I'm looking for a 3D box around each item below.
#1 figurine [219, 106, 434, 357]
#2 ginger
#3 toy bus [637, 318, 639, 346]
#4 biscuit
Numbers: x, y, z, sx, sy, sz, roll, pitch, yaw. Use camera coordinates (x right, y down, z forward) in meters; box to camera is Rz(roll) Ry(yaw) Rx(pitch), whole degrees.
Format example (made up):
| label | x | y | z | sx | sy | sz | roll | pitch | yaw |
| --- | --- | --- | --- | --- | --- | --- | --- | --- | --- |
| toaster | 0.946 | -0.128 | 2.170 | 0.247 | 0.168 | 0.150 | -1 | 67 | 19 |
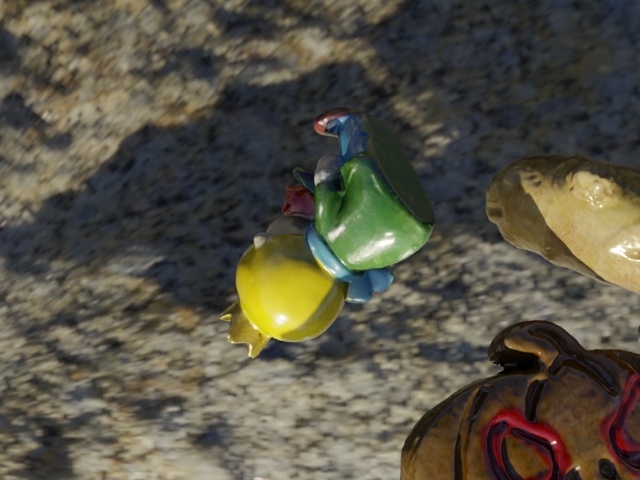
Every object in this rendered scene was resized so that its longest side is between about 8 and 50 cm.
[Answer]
| label | x | y | z | sx | sy | sz | roll | pitch | yaw |
| --- | --- | --- | --- | --- | --- | --- | --- | --- | --- |
| figurine | -0.011 | -0.006 | 1.732 | 0.127 | 0.234 | 0.185 | 13 | 44 | -49 |
| ginger | 0.340 | -0.003 | 1.826 | 0.354 | 0.190 | 0.126 | 21 | 63 | 10 |
| toy bus | 0.404 | 0.178 | 1.509 | 0.335 | 0.121 | 0.123 | 46 | 40 | -23 |
| biscuit | 0.247 | 0.231 | 1.759 | 0.367 | 0.063 | 0.314 | -12 | 89 | -27 |
